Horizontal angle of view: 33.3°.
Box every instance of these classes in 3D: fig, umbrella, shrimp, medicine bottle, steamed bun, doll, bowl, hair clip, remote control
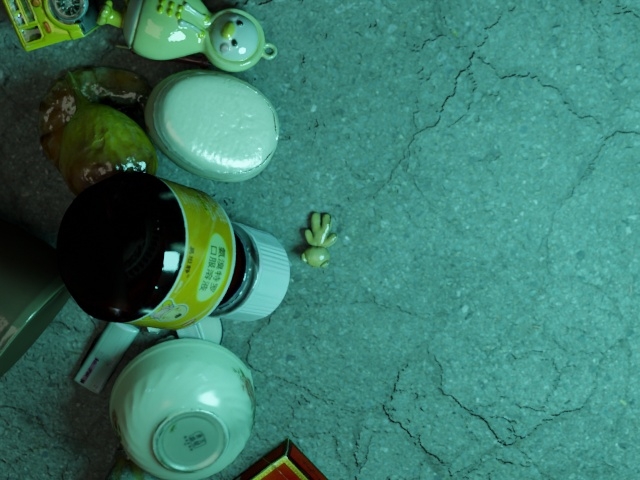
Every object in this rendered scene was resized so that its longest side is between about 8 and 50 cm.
[{"bbox_3d":[-0.373,-0.179,1.784,0.159,0.159,0.257,-34,72,15],"label":"fig"},{"bbox_3d":[-0.267,-0.318,1.827,0.165,0.025,0.027,12,91,-2],"label":"umbrella"},{"bbox_3d":[-0.330,-0.149,1.874,0.365,0.071,0.233,42,102,-4],"label":"shrimp"},{"bbox_3d":[-0.217,0.025,1.753,0.242,0.395,0.243,-3,84,32],"label":"medicine bottle"},{"bbox_3d":[-0.186,-0.193,1.799,0.228,0.130,0.177,17,87,-20],"label":"steamed bun"},{"bbox_3d":[-0.001,0.001,1.904,0.061,0.051,0.093,8,109,9],"label":"doll"},{"bbox_3d":[-0.214,-0.354,1.760,0.296,0.117,0.141,13,73,-2],"label":"doll"},{"bbox_3d":[-0.244,0.329,1.955,0.277,0.145,0.277,-4,113,-10],"label":"bowl"},{"bbox_3d":[-0.256,0.153,1.982,0.140,0.054,0.220,-16,110,5],"label":"hair clip"},{"bbox_3d":[-0.408,0.217,2.025,0.065,0.029,0.166,31,109,-8],"label":"remote control"}]

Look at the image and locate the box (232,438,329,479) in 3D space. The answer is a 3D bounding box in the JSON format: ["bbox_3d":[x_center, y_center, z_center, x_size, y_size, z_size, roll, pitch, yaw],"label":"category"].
[{"bbox_3d":[-0.103,0.515,2.087,0.240,0.074,0.153,-39,98,17],"label":"box"}]

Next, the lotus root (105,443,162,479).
[{"bbox_3d":[-0.357,0.530,2.076,0.158,0.140,0.322,-2,107,6],"label":"lotus root"}]

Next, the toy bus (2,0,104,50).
[{"bbox_3d":[-0.468,-0.483,1.723,0.152,0.144,0.330,-15,109,11],"label":"toy bus"}]

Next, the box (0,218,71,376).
[{"bbox_3d":[-0.588,0.102,1.867,0.216,0.301,0.301,38,108,-4],"label":"box"}]
